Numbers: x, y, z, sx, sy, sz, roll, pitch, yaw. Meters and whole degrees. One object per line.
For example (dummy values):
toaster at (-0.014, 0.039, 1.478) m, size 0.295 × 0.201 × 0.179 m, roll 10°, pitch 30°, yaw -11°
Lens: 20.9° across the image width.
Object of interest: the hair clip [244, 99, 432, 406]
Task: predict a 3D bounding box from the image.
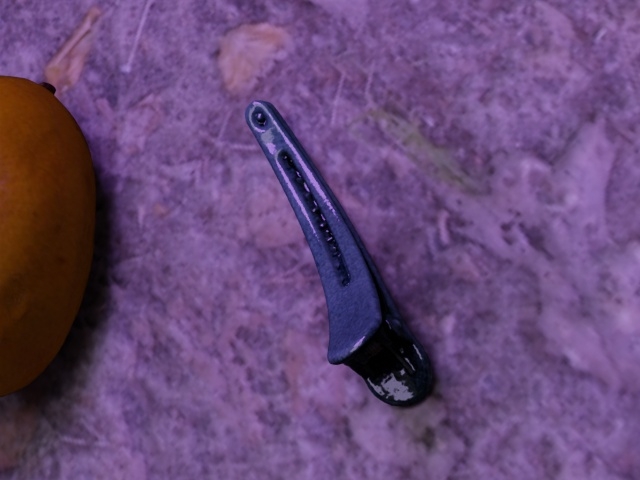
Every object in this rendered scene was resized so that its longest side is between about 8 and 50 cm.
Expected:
hair clip at (0.000, 0.000, 1.011) m, size 0.039 × 0.070 × 0.229 m, roll -40°, pitch 45°, yaw 13°

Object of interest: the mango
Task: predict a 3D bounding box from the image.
mango at (-0.216, -0.003, 1.108) m, size 0.147 × 0.109 × 0.227 m, roll -4°, pitch 61°, yaw 3°
